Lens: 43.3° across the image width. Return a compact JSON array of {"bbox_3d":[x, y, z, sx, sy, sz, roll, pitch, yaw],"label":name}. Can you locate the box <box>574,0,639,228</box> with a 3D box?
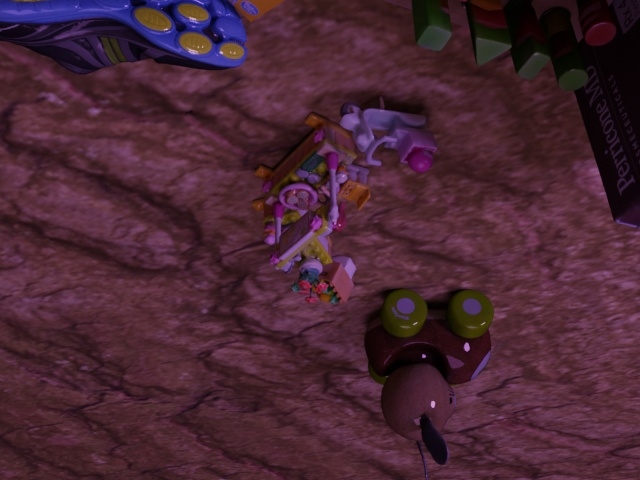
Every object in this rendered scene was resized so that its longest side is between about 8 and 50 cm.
[{"bbox_3d":[0.301,-0.117,0.528,0.167,0.168,0.203,11,142,-19],"label":"box"}]

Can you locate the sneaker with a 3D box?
[{"bbox_3d":[-0.144,-0.154,0.562,0.188,0.067,0.078,5,165,-13],"label":"sneaker"}]

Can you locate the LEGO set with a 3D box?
[{"bbox_3d":[0.000,0.000,0.734,0.132,0.107,0.287,7,144,-11],"label":"LEGO set"}]

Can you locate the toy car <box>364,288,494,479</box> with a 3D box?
[{"bbox_3d":[0.127,0.174,0.913,0.149,0.188,0.155,1,145,-3],"label":"toy car"}]

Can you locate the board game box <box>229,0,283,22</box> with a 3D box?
[{"bbox_3d":[-0.054,-0.216,0.497,0.103,0.026,0.154,-25,139,28],"label":"board game box"}]

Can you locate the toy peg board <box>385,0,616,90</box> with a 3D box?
[{"bbox_3d":[0.141,-0.178,0.514,0.161,0.079,0.160,11,143,-18],"label":"toy peg board"}]
